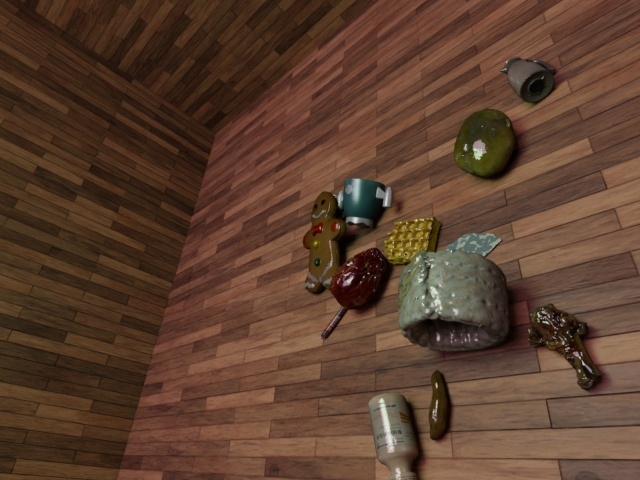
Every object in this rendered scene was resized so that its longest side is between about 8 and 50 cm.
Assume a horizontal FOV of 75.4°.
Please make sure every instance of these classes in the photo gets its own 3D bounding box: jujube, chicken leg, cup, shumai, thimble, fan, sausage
[{"bbox_3d":[0.143,0.134,1.474,0.236,0.168,0.168,-46,36,0],"label":"jujube"},{"bbox_3d":[0.570,0.235,0.959,0.196,0.080,0.125,46,112,46],"label":"chicken leg"},{"bbox_3d":[0.163,-0.143,1.637,0.300,0.167,0.173,4,84,52],"label":"cup"},{"bbox_3d":[0.085,-0.149,1.807,0.099,0.124,0.087,-50,-6,10],"label":"shumai"},{"bbox_3d":[0.339,0.165,1.094,0.291,0.291,0.195,-23,48,39],"label":"thimble"},{"bbox_3d":[0.445,0.044,1.290,0.240,0.009,0.131,-36,41,29],"label":"fan"},{"bbox_3d":[0.060,0.291,1.553,0.198,0.028,0.025,-56,9,5],"label":"sausage"}]

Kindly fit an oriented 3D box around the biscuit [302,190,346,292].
[{"bbox_3d":[-0.001,0.000,1.705,0.283,0.064,0.432,-20,65,54],"label":"biscuit"}]

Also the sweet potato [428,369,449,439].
[{"bbox_3d":[0.320,0.440,1.119,0.053,0.054,0.182,-11,54,35],"label":"sweet potato"}]

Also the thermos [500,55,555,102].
[{"bbox_3d":[0.688,-0.549,1.367,0.137,0.105,0.193,-17,41,10],"label":"thermos"}]

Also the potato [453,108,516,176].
[{"bbox_3d":[0.528,-0.316,1.339,0.197,0.148,0.228,25,82,40],"label":"potato"}]

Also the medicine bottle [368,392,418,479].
[{"bbox_3d":[0.203,0.553,1.123,0.114,0.114,0.252,-35,42,29],"label":"medicine bottle"}]

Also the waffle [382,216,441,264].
[{"bbox_3d":[0.304,0.008,1.444,0.211,0.055,0.160,-7,60,47],"label":"waffle"}]
